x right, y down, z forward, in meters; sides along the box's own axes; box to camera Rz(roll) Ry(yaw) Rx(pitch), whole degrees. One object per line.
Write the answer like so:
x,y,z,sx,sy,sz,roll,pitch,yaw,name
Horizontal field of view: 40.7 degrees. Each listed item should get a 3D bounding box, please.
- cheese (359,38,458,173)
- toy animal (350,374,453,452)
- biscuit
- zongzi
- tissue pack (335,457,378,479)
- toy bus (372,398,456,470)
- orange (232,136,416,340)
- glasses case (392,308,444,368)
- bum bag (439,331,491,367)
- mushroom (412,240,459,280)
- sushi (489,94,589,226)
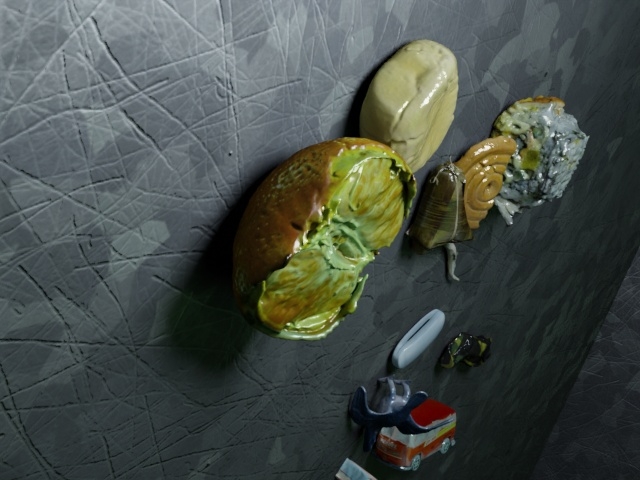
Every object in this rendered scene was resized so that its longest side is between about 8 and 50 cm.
0.158,-0.217,1.464,0.226,0.117,0.214,-50,154,-25,cheese
0.169,0.400,1.972,0.255,0.239,0.177,149,-48,-66,toy animal
0.322,-0.120,1.813,0.144,0.033,0.224,7,119,-32,biscuit
0.282,-0.077,1.766,0.184,0.084,0.187,-2,121,-38,zongzi
0.093,0.576,2.065,0.059,0.094,0.074,-53,148,-10,tissue pack
0.244,0.491,2.204,0.265,0.121,0.120,-9,115,-52,toy bus
-0.006,-0.005,1.327,0.262,0.196,0.335,31,85,-45,orange
0.230,0.229,2.016,0.178,0.045,0.067,-40,144,-29,glasses case
0.392,0.294,2.296,0.232,0.060,0.107,12,115,-56,bum bag
0.272,0.030,1.920,0.068,0.043,0.306,-45,152,10,mushroom
0.456,-0.174,1.865,0.139,0.184,0.274,-15,130,-48,sushi
